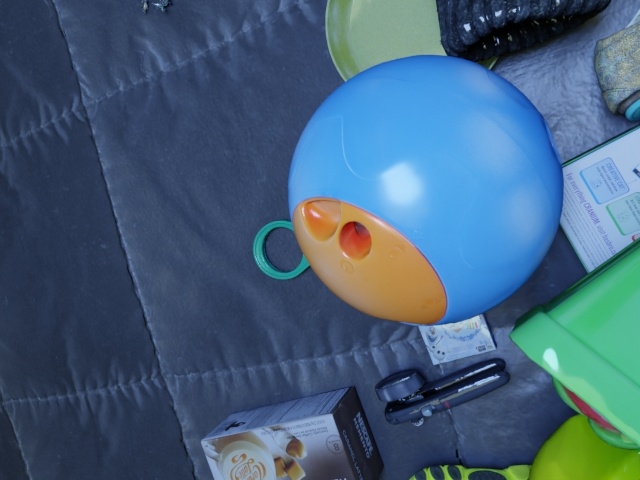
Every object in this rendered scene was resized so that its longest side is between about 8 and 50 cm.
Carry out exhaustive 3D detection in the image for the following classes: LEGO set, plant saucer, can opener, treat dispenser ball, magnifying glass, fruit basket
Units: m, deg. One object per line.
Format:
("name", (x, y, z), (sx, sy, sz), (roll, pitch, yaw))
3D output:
("LEGO set", (-0.256, -0.392, 0.801), (0.083, 0.023, 0.054), (14, 102, 34))
("plant saucer", (0.124, -0.288, 0.643), (0.240, 0.037, 0.241), (3, 99, 23))
("can opener", (0.168, 0.209, 0.690), (0.186, 0.059, 0.073), (-21, 121, 21))
("treat dispenser ball", (0.108, -0.051, 0.551), (0.288, 0.288, 0.288), (4, 100, 23))
("magnifying glass", (0.000, 0.000, 0.752), (0.230, 0.026, 0.092), (-13, 93, 26))
("fruit basket", (0.313, 0.213, 0.450), (0.392, 0.283, 0.392), (-2, 85, 23))

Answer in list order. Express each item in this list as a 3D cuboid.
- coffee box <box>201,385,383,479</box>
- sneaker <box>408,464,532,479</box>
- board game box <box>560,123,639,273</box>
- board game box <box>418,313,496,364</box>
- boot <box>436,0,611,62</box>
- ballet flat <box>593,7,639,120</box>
("coffee box", (-0.045, 0.334, 0.782), (0.246, 0.098, 0.141), (-20, 90, 25))
("sneaker", (0.262, 0.371, 0.670), (0.295, 0.109, 0.124), (-1, 126, 19))
("board game box", (0.422, -0.037, 0.494), (0.316, 0.064, 0.242), (-31, 86, 41))
("board game box", (0.183, 0.117, 0.693), (0.090, 0.020, 0.090), (-22, 91, 25))
("boot", (0.255, -0.356, 0.501), (0.347, 0.131, 0.260), (-22, 81, 20))
("ballet flat", (0.412, -0.242, 0.443), (0.348, 0.123, 0.123), (-34, 84, 49))
